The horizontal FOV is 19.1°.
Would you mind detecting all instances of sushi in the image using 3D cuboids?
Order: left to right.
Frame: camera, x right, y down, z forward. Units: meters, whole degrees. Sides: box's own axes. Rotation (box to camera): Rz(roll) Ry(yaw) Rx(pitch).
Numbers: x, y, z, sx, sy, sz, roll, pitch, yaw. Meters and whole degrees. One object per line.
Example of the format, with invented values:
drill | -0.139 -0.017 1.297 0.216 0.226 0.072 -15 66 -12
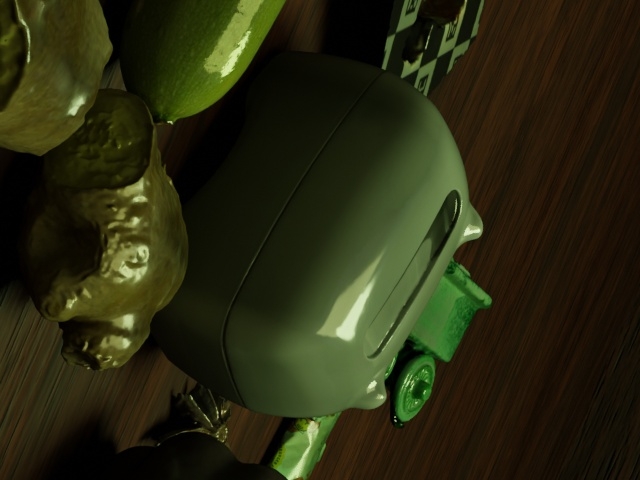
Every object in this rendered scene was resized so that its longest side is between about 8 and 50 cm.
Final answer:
sushi | 0.104 -0.289 2.025 0.339 0.068 0.320 -50 156 -49

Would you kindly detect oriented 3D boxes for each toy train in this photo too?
toy train | 0.064 0.088 2.150 0.202 0.145 0.266 -63 148 -8

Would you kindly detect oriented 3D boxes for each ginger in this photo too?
ginger | -0.213 -0.182 1.276 0.221 0.130 0.276 -57 158 -53
ginger | -0.168 0.015 1.572 0.270 0.123 0.219 70 26 -60

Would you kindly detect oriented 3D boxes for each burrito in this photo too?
burrito | -0.006 0.198 2.266 0.288 0.054 0.104 -61 156 -12

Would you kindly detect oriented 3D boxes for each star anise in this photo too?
star anise | -0.120 0.192 1.976 0.124 0.056 0.129 59 43 -42

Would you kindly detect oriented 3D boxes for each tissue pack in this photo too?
tissue pack | 0.000 0.000 1.816 0.333 0.236 0.229 -59 157 -23

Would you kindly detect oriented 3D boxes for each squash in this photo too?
squash | -0.100 -0.181 1.559 0.187 0.123 0.123 -63 159 -6

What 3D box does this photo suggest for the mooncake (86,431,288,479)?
mooncake | -0.112 0.326 1.826 0.154 0.306 0.306 -55 157 -43
